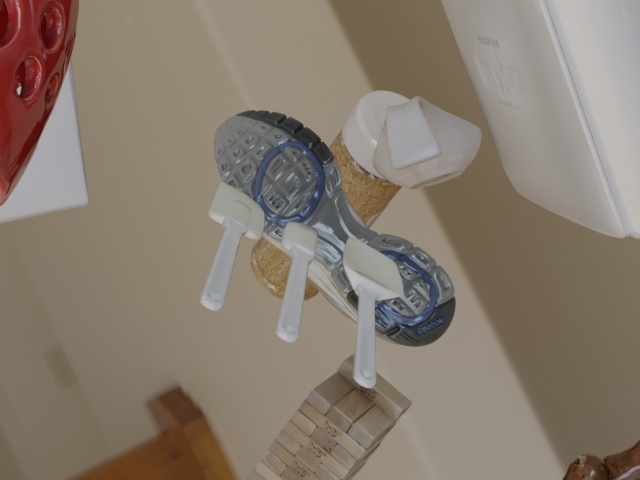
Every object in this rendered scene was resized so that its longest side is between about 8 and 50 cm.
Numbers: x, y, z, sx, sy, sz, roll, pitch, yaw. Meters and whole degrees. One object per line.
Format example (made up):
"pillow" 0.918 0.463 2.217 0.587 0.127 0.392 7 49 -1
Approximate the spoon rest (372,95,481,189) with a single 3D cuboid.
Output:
"spoon rest" 0.118 -0.114 1.589 0.137 0.084 0.276 -18 -5 8

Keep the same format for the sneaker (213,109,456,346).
"sneaker" 0.000 0.000 1.324 0.111 0.297 0.129 -39 -9 -15

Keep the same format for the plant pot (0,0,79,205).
"plant pot" -0.212 -0.133 0.697 0.174 0.191 0.191 -69 11 -18

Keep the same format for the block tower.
"block tower" -0.032 0.287 1.563 0.335 0.091 0.097 -56 -13 26

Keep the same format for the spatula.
"spatula" -0.013 0.027 1.035 0.019 0.168 0.242 -59 9 18

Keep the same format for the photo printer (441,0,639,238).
"photo printer" 0.190 -0.171 1.118 0.107 0.307 0.256 -25 18 -8

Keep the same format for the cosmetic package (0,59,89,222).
"cosmetic package" -0.414 -0.122 1.334 0.230 0.161 0.453 -13 16 -26

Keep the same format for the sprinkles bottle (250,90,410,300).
"sprinkles bottle" 0.025 -0.054 1.895 0.121 0.121 0.355 -22 -21 -41

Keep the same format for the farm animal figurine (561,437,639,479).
"farm animal figurine" 0.326 0.277 1.138 0.327 0.330 0.172 -13 -40 23
